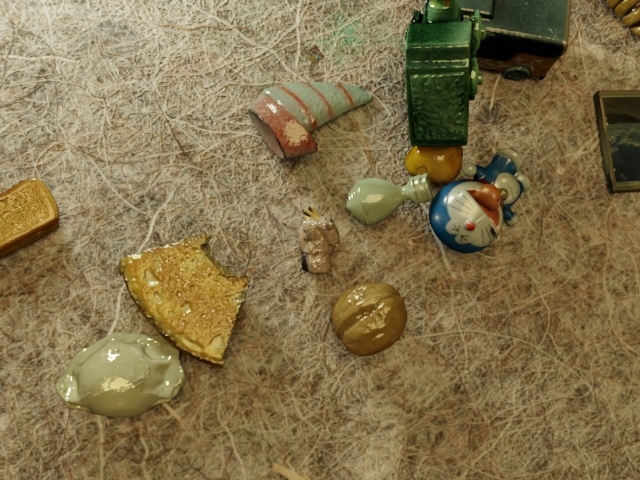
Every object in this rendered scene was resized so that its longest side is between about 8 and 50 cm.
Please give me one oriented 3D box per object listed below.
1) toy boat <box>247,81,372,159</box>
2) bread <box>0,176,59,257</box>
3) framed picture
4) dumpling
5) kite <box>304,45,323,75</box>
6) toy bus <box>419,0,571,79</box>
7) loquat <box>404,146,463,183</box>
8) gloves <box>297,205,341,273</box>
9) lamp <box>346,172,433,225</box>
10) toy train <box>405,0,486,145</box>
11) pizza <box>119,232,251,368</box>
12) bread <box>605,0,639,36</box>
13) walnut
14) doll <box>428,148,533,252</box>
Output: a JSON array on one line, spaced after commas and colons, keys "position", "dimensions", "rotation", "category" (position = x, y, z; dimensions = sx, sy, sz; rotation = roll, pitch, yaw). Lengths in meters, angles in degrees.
[{"position": [-0.016, -0.309, 1.417], "dimensions": [0.282, 0.096, 0.206], "rotation": [-31, 68, -18], "category": "toy boat"}, {"position": [-0.666, -0.043, 1.321], "dimensions": [0.201, 0.077, 0.115], "rotation": [-31, 82, -10], "category": "bread"}, {"position": [0.770, -0.243, 1.480], "dimensions": [0.189, 0.023, 0.259], "rotation": [-2, 79, -7], "category": "framed picture"}, {"position": [-0.410, 0.266, 1.258], "dimensions": [0.258, 0.147, 0.193], "rotation": [-9, 51, -6], "category": "dumpling"}, {"position": [-0.013, -0.434, 1.472], "dimensions": [0.044, 0.002, 0.078], "rotation": [-10, 79, -5], "category": "kite"}, {"position": [0.397, -0.496, 1.413], "dimensions": [0.324, 0.194, 0.161], "rotation": [9, 80, -2], "category": "toy bus"}, {"position": [0.262, -0.189, 1.387], "dimensions": [0.137, 0.137, 0.113], "rotation": [-42, 118, -10], "category": "loquat"}, {"position": [-0.002, 0.003, 1.347], "dimensions": [0.094, 0.110, 0.144], "rotation": [6, 108, -10], "category": "gloves"}, {"position": [0.151, -0.095, 1.352], "dimensions": [0.193, 0.106, 0.106], "rotation": [-11, 80, 14], "category": "lamp"}, {"position": [0.258, -0.345, 1.276], "dimensions": [0.167, 0.299, 0.238], "rotation": [2, 51, 14], "category": "toy train"}, {"position": [-0.272, 0.111, 1.312], "dimensions": [0.323, 0.089, 0.223], "rotation": [44, 76, 8], "category": "pizza"}, {"position": [0.779, -0.623, 1.518], "dimensions": [0.134, 0.081, 0.225], "rotation": [-39, 84, -11], "category": "bread"}, {"position": [0.106, 0.165, 1.304], "dimensions": [0.167, 0.149, 0.166], "rotation": [-13, 59, 22], "category": "walnut"}, {"position": [0.364, -0.082, 1.357], "dimensions": [0.257, 0.161, 0.215], "rotation": [-44, 113, -13], "category": "doll"}]
